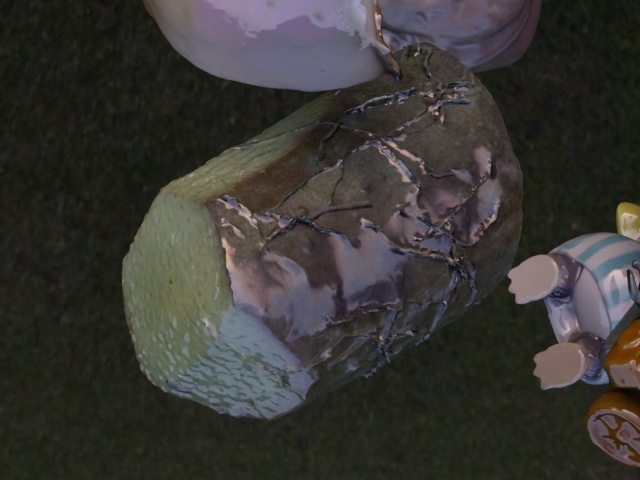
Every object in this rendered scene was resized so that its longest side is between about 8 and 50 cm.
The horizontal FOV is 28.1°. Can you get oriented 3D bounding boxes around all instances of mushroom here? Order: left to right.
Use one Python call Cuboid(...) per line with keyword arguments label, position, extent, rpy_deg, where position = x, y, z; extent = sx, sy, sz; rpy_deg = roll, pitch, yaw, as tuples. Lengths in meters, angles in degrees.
Cuboid(label="mushroom", position=(-0.056, -0.220, 0.789), extent=(0.173, 0.236, 0.162), rpy_deg=(-7, 165, 11))

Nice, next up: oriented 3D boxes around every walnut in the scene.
Cuboid(label="walnut", position=(0.126, -0.293, 1.365), extent=(0.248, 0.248, 0.248), rpy_deg=(0, 129, 0))

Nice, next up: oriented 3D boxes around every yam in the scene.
Cuboid(label="yam", position=(0.001, 0.005, 0.921), extent=(0.271, 0.201, 0.202), rpy_deg=(-20, 156, -34))

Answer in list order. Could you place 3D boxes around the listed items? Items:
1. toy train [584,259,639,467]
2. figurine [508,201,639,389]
Cuboid(label="toy train", position=(0.377, 0.164, 1.101), extent=(0.232, 0.163, 0.369), rpy_deg=(-6, 123, 54))
Cuboid(label="figurine", position=(0.461, 0.021, 1.357), extent=(0.361, 0.266, 0.378), rpy_deg=(-7, 162, -34))
